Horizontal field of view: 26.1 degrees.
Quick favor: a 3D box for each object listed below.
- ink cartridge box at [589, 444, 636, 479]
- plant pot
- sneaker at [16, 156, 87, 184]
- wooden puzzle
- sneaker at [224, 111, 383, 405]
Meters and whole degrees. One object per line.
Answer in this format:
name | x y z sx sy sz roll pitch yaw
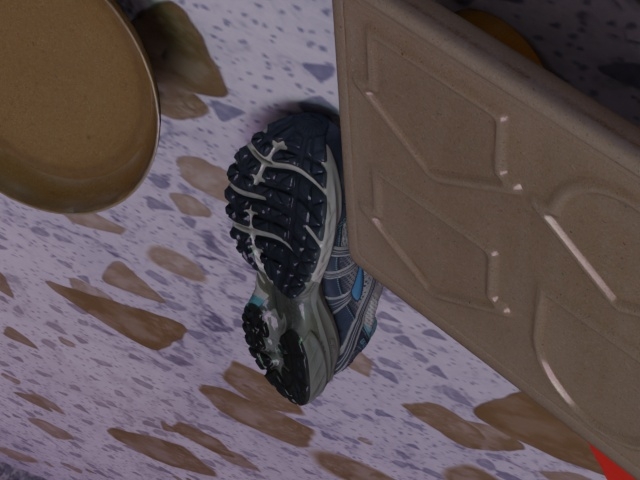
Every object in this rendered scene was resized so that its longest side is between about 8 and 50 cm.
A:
ink cartridge box | 0.295 0.174 1.026 0.385 0.091 0.308 4 130 56
plant pot | -0.217 -0.127 1.038 0.236 0.032 0.236 16 130 20
sneaker | -0.264 -0.103 1.157 0.271 0.100 0.108 10 146 29
wooden puzzle | 0.143 -0.007 0.858 0.322 0.080 0.348 38 158 28
sneaker | 0.000 0.000 1.126 0.110 0.122 0.283 37 143 30
